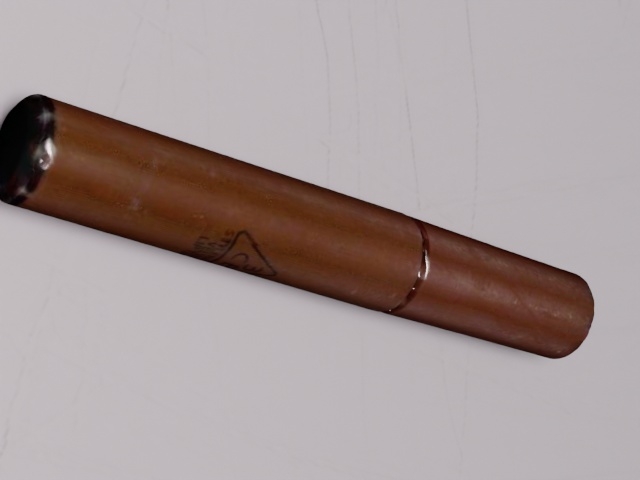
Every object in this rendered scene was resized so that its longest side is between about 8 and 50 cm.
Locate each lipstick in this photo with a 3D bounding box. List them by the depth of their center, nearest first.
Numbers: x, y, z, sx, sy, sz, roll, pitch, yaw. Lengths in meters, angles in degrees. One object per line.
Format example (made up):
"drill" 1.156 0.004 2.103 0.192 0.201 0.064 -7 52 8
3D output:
"lipstick" 0.000 0.000 0.801 0.356 0.057 0.057 17 81 -34
